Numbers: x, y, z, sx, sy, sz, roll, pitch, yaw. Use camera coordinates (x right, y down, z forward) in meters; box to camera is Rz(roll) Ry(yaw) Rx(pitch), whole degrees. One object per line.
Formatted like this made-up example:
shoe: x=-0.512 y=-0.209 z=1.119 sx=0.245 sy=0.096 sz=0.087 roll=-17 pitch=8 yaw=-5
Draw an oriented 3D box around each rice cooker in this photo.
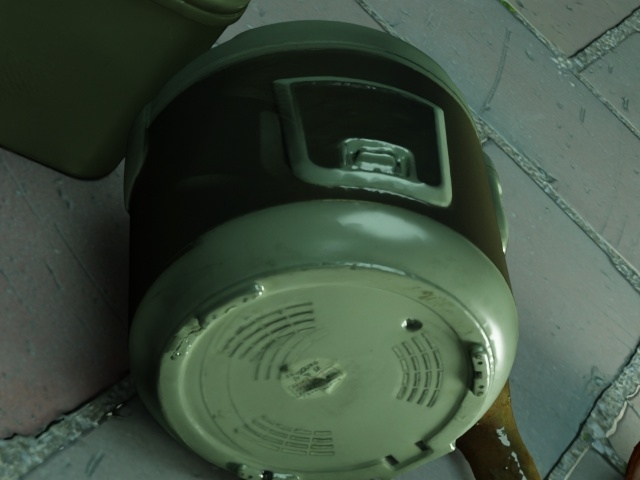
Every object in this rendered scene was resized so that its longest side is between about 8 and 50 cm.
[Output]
rice cooker: x=0.000 y=0.000 z=1.258 sx=0.335 sy=0.335 sz=0.325 roll=24 pitch=38 yaw=-25

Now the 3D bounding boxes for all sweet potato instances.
sweet potato: x=0.139 y=0.144 z=1.440 sx=0.109 sy=0.109 sz=0.385 roll=-8 pitch=71 yaw=-49

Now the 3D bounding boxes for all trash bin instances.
trash bin: x=-0.220 y=-0.192 z=1.319 sx=0.243 sy=0.247 sz=0.121 roll=22 pitch=39 yaw=-25

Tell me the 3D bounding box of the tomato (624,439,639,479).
tomato: x=0.388 y=0.287 z=1.494 sx=0.200 sy=0.139 sz=0.233 roll=43 pitch=-1 yaw=-11
